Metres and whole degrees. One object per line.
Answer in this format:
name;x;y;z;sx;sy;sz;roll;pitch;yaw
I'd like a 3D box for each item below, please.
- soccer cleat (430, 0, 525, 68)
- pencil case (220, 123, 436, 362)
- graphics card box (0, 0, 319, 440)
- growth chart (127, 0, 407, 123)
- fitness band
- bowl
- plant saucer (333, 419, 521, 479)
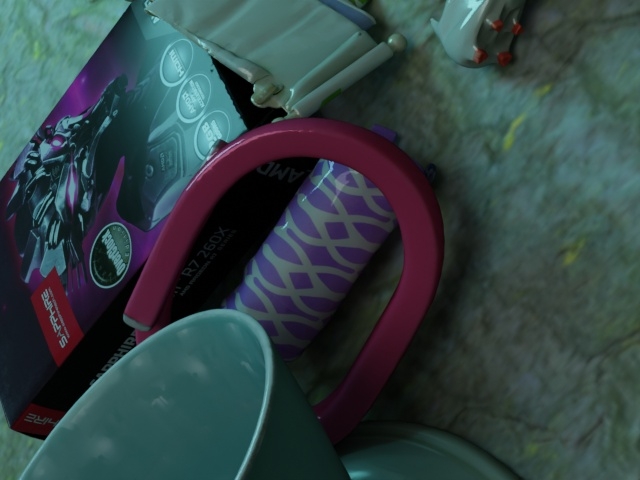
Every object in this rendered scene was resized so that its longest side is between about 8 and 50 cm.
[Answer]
soccer cleat;0.145;-0.220;1.297;0.076;0.068;0.196;48;117;36
pencil case;0.000;0.000;1.382;0.206;0.086;0.088;-54;22;20
graphics card box;-0.171;-0.028;1.498;0.371;0.094;0.233;-48;46;25
growth chart;-0.044;-0.188;1.404;0.237;0.172;0.021;41;149;30
fitness band;-0.028;0.039;1.325;0.209;0.054;0.291;29;113;0
bowl;-0.093;0.220;1.240;0.311;0.163;0.311;-36;28;24
plant saucer;0.026;0.337;1.313;0.400;0.100;0.400;-5;82;39
